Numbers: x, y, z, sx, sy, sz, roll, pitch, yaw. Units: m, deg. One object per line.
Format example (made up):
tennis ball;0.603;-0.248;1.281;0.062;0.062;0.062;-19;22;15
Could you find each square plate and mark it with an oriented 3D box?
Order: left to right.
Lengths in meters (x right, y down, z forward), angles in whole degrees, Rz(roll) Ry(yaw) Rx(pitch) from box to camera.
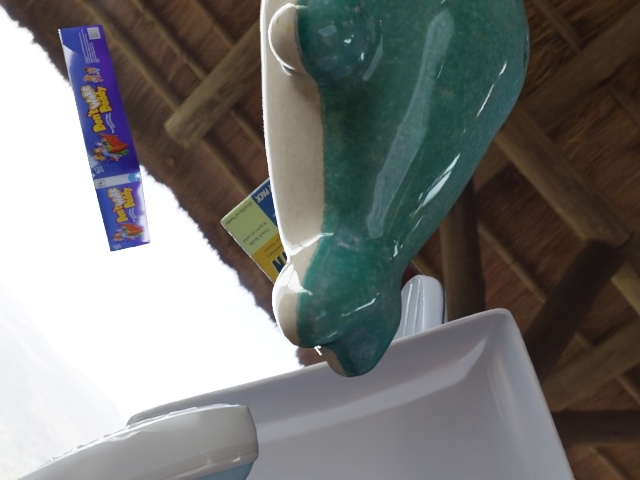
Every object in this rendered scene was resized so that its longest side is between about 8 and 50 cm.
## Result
square plate;0.054;0.261;0.523;0.049;0.347;0.344;117;-42;-70

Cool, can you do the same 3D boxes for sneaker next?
sneaker;-0.172;0.235;0.396;0.150;0.366;0.135;59;10;15
sneaker;0.117;0.165;0.669;0.091;0.258;0.094;12;-20;-19

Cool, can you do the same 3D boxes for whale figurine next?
whale figurine;0.045;-0.062;0.375;0.141;0.272;0.216;-1;-24;20

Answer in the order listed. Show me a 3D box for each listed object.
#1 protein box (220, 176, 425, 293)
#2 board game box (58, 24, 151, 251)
protein box;0.000;0.000;0.816;0.201;0.136;0.200;49;3;-7
board game box;-0.396;-0.187;1.208;0.233;0.078;0.347;105;-32;-57
